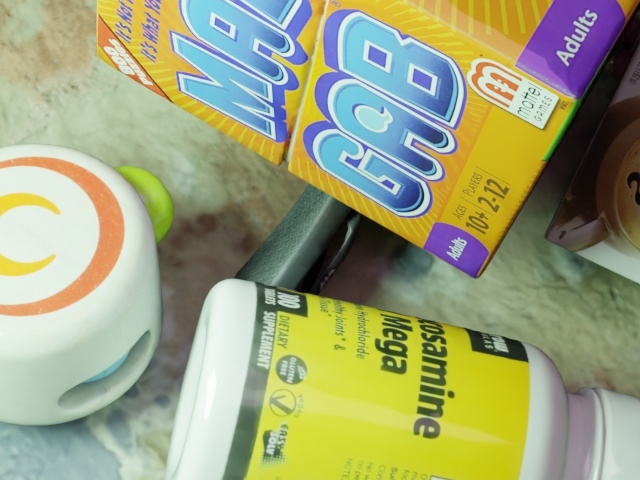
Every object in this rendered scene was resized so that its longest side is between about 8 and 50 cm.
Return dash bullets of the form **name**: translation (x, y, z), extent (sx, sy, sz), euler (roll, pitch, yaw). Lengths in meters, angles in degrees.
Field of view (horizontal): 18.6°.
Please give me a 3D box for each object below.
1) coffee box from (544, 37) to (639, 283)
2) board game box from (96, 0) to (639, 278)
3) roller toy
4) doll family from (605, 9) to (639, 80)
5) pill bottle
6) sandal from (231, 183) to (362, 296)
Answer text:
- **coffee box**: translation (0.319, -0.107, 1.542), extent (0.168, 0.119, 0.297), euler (26, 106, 6)
- **board game box**: translation (0.078, -0.255, 1.431), extent (0.356, 0.356, 0.356), euler (31, 70, 5)
- **roller toy**: translation (-0.220, 0.037, 1.494), extent (0.209, 0.146, 0.191), euler (3, 56, 2)
- **doll family**: translation (0.214, -0.260, 1.709), extent (0.163, 0.118, 0.263), euler (21, 83, -3)
- **pill bottle**: translation (0.064, 0.150, 1.439), extent (0.334, 0.188, 0.188), euler (12, 65, -8)
- **sandal**: translation (0.001, 0.000, 1.568), extent (0.054, 0.097, 0.254), euler (44, 67, -16)
